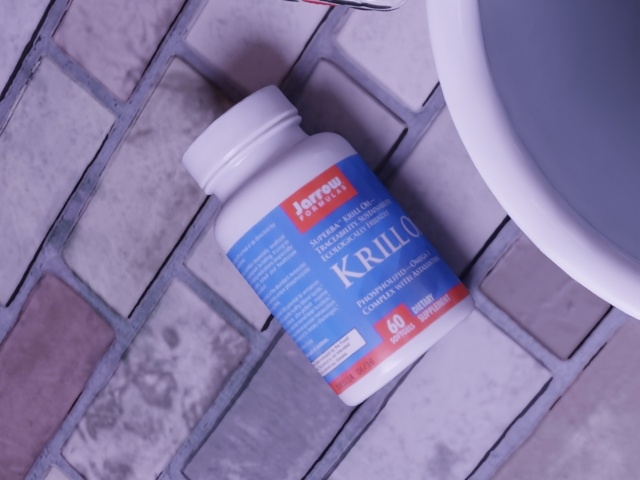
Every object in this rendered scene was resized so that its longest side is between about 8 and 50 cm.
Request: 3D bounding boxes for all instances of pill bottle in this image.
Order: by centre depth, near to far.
[{"bbox_3d":[0.000,0.000,1.097,0.124,0.124,0.221,-42,85,29],"label":"pill bottle"}]

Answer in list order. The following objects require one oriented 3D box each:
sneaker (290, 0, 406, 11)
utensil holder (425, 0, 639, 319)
[{"bbox_3d":[-0.012,-0.209,1.090,0.170,0.068,0.071,10,94,15],"label":"sneaker"},{"bbox_3d":[0.273,-0.153,0.770,0.327,0.385,0.327,8,109,24],"label":"utensil holder"}]
